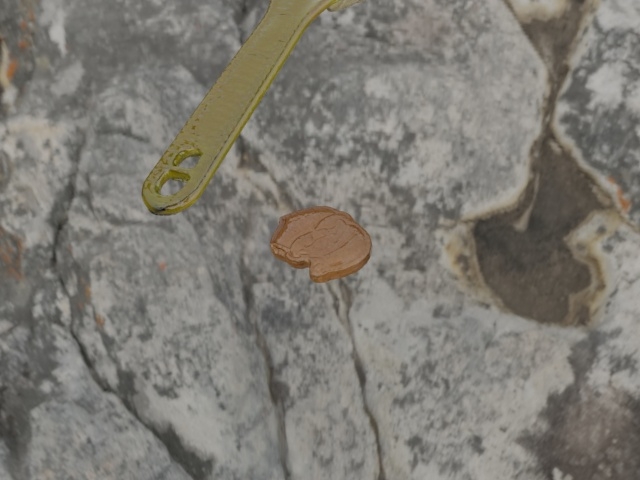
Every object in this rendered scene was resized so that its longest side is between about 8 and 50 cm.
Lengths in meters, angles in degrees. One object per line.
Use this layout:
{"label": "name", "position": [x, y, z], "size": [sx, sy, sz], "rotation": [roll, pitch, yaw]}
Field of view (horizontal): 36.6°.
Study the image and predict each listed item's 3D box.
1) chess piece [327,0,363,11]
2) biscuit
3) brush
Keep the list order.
{"label": "chess piece", "position": [0.043, -0.212, 0.749], "size": [0.066, 0.066, 0.122], "rotation": [40, 46, 20]}
{"label": "biscuit", "position": [0.000, 0.000, 1.091], "size": [0.102, 0.019, 0.130], "rotation": [-28, 41, -24]}
{"label": "brush", "position": [-0.025, -0.100, 0.492], "size": [0.082, 0.010, 0.218], "rotation": [15, 64, 33]}
